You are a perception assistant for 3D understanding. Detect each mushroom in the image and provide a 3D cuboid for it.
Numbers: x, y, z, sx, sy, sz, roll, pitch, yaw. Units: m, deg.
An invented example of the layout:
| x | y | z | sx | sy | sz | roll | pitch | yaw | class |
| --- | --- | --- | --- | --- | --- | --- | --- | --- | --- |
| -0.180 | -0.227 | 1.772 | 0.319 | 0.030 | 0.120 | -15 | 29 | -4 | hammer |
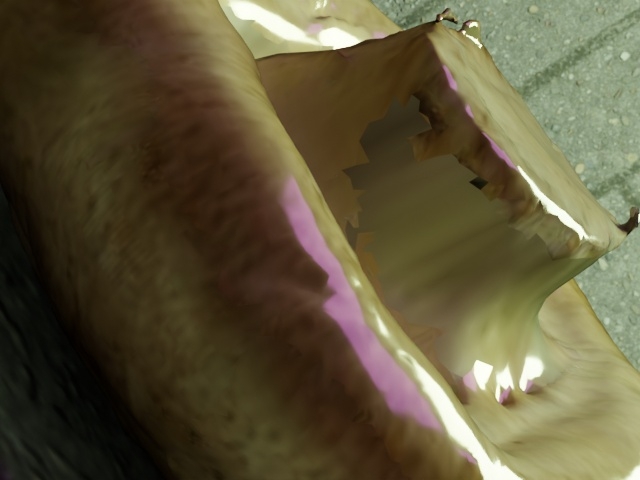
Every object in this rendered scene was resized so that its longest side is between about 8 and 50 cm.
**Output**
| x | y | z | sx | sy | sz | roll | pitch | yaw | class |
| --- | --- | --- | --- | --- | --- | --- | --- | --- | --- |
| 0.000 | 0.000 | 0.462 | 0.278 | 0.146 | 0.278 | 45 | 20 | -22 | mushroom |
